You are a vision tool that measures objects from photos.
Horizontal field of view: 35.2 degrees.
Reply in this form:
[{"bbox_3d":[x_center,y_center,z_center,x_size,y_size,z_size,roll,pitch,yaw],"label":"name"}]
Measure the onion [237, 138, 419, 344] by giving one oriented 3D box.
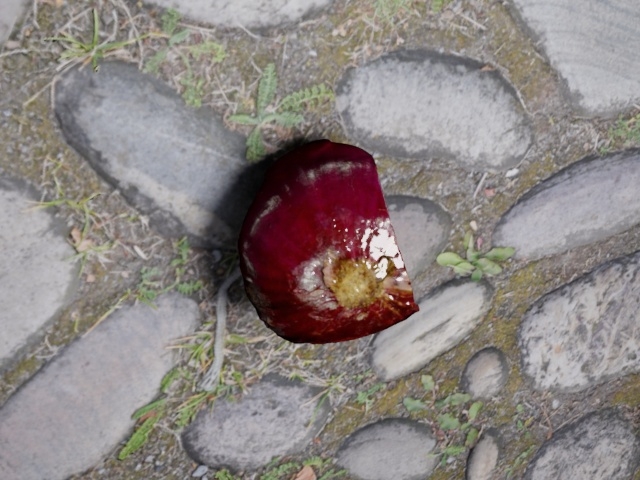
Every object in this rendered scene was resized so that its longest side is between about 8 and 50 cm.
[{"bbox_3d":[-0.006,0.001,1.232,0.207,0.216,0.206,-22,114,-2],"label":"onion"}]
